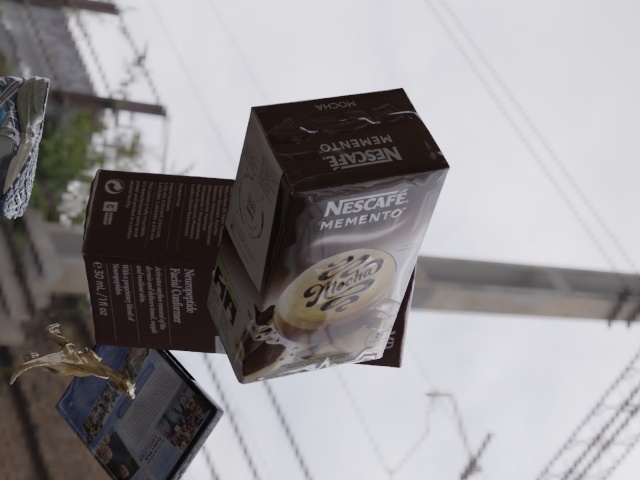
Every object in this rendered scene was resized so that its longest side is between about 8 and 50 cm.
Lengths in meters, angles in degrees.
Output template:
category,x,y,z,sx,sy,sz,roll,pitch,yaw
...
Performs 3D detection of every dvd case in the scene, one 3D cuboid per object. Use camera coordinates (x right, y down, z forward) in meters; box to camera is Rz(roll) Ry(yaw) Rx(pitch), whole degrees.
category,x,y,z,sx,sy,sz,roll,pitch,yaw
dvd case,-0.246,0.227,2.022,0.253,0.022,0.180,42,-78,40

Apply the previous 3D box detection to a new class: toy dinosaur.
category,x,y,z,sx,sy,sz,roll,pitch,yaw
toy dinosaur,-0.270,0.127,1.599,0.092,0.183,0.053,24,-85,41

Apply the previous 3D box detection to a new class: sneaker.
category,x,y,z,sx,sy,sz,roll,pitch,yaw
sneaker,-0.478,-0.139,2.227,0.283,0.122,0.110,-92,-166,-48

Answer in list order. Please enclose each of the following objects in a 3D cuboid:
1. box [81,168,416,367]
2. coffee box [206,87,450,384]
category,x,y,z,sx,sy,sz,roll,pitch,yaw
box,-0.080,0.036,1.790,0.191,0.381,0.143,92,1,-52
coffee box,0.000,0.000,1.511,0.297,0.168,0.119,106,-33,-47
